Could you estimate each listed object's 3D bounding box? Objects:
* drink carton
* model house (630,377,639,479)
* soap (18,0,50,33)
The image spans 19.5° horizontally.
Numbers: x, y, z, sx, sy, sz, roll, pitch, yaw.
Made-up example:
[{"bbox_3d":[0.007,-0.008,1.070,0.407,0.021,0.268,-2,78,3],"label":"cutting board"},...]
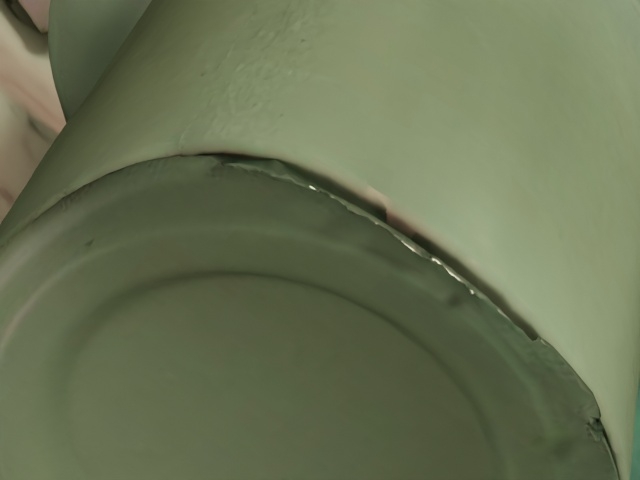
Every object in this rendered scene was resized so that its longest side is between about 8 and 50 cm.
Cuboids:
[{"bbox_3d":[0.000,0.000,0.457,0.191,0.185,0.189,43,36,-14],"label":"drink carton"},{"bbox_3d":[0.237,0.028,0.682,0.230,0.249,0.280,45,25,-9],"label":"model house"},{"bbox_3d":[-0.059,-0.181,0.645,0.199,0.138,0.182,52,24,11],"label":"soap"}]
